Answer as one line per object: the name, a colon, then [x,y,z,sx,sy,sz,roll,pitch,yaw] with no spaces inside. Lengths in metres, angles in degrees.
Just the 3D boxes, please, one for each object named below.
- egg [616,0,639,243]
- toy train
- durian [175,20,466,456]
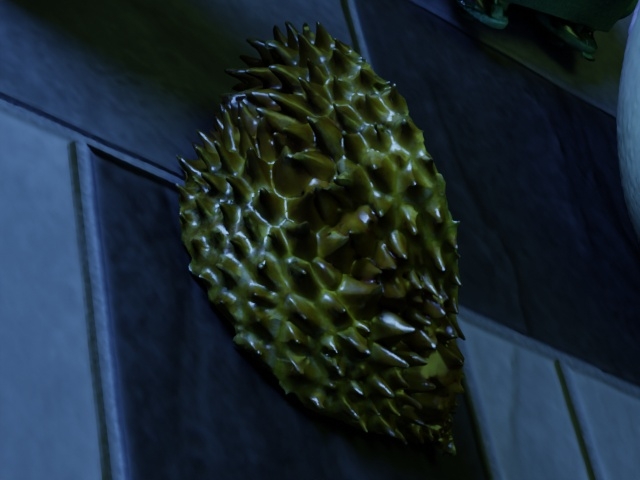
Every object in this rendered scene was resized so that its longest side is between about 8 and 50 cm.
egg: [0.326,-0.025,1.354,0.337,0.201,0.337,28,10,-5]
toy train: [0.145,-0.228,1.469,0.253,0.105,0.157,4,38,-53]
durian: [0.000,0.000,1.033,0.252,0.144,0.139,53,-8,22]
